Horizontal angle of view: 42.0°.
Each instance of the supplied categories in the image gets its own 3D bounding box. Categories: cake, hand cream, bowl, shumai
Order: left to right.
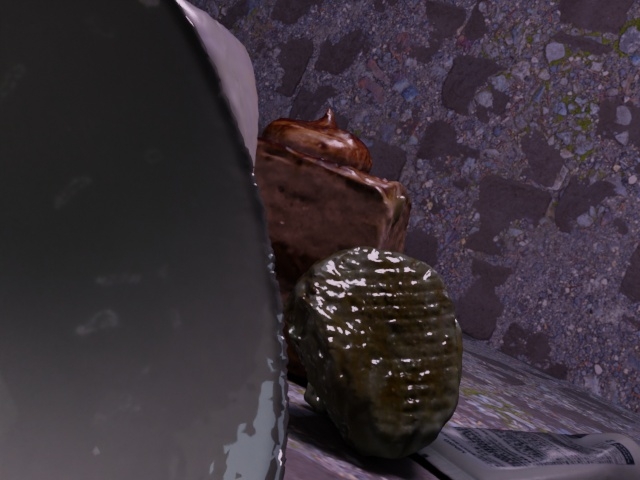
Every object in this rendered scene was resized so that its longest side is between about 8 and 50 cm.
[{"bbox_3d":[-0.160,-0.002,0.269,0.158,0.337,0.337,-21,-18,23],"label":"bowl"},{"bbox_3d":[0.000,0.000,0.952,0.199,0.292,0.196,19,1,17],"label":"cake"},{"bbox_3d":[0.036,0.100,0.747,0.184,0.184,0.142,22,-33,-19],"label":"shumai"},{"bbox_3d":[0.225,0.229,0.840,0.341,0.077,0.124,12,8,-35],"label":"hand cream"}]

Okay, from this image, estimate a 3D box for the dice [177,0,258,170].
[{"bbox_3d":[-0.192,-0.051,0.525,0.243,0.259,0.251,20,3,-27],"label":"dice"}]
